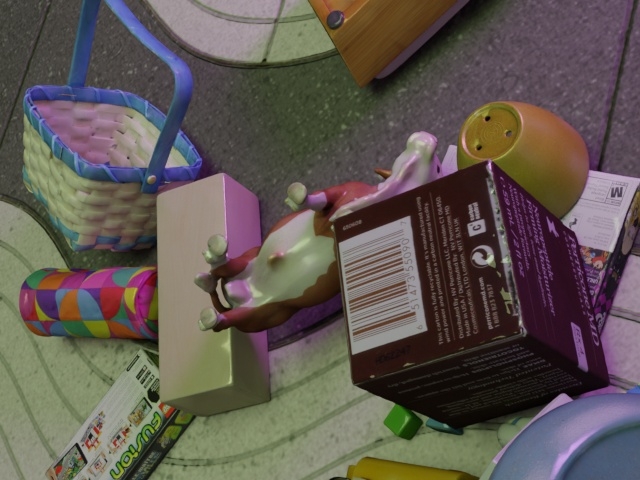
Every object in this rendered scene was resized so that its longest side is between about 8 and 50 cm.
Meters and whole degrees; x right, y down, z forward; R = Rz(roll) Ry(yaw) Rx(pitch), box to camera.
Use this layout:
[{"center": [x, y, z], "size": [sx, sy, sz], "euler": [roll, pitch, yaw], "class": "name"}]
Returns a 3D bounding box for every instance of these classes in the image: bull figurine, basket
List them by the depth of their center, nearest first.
[{"center": [0.000, 0.000, 1.155], "size": [0.310, 0.188, 0.101], "euler": [-39, 70, 18], "class": "bull figurine"}, {"center": [-0.270, -0.151, 1.427], "size": [0.255, 0.201, 0.289], "euler": [49, 132, 38], "class": "basket"}]

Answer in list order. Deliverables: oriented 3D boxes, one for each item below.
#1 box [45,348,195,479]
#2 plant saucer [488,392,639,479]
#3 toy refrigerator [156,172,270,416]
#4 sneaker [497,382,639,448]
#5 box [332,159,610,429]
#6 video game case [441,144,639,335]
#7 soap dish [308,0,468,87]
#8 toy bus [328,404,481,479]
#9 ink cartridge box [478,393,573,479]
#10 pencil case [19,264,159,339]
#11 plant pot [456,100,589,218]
[{"center": [-0.247, 0.249, 1.364], "size": [0.207, 0.036, 0.114], "euler": [-52, 51, 5], "class": "box"}, {"center": [0.266, 0.252, 0.801], "size": [0.044, 0.317, 0.317], "euler": [120, 147, -56], "class": "plant saucer"}, {"center": [-0.129, 0.066, 1.326], "size": [0.102, 0.094, 0.269], "euler": [-17, 63, 23], "class": "toy refrigerator"}, {"center": [0.285, 0.174, 1.004], "size": [0.240, 0.091, 0.126], "euler": [9, 58, 38], "class": "sneaker"}, {"center": [0.139, 0.057, 1.012], "size": [0.167, 0.203, 0.168], "euler": [-22, 61, 27], "class": "box"}, {"center": [0.199, 0.017, 1.145], "size": [0.232, 0.042, 0.210], "euler": [14, 78, 38], "class": "video game case"}, {"center": [0.094, -0.359, 1.320], "size": [0.291, 0.118, 0.229], "euler": [-41, 52, 20], "class": "soap dish"}, {"center": [0.066, 0.263, 1.092], "size": [0.202, 0.104, 0.191], "euler": [-43, 52, 12], "class": "toy bus"}, {"center": [0.188, 0.250, 0.934], "size": [0.128, 0.127, 0.176], "euler": [39, 131, 19], "class": "ink cartridge box"}, {"center": [-0.281, 0.080, 1.426], "size": [0.236, 0.104, 0.104], "euler": [-1, 70, 33], "class": "pencil case"}, {"center": [0.190, -0.086, 1.108], "size": [0.134, 0.095, 0.134], "euler": [-16, 59, 28], "class": "plant pot"}]
